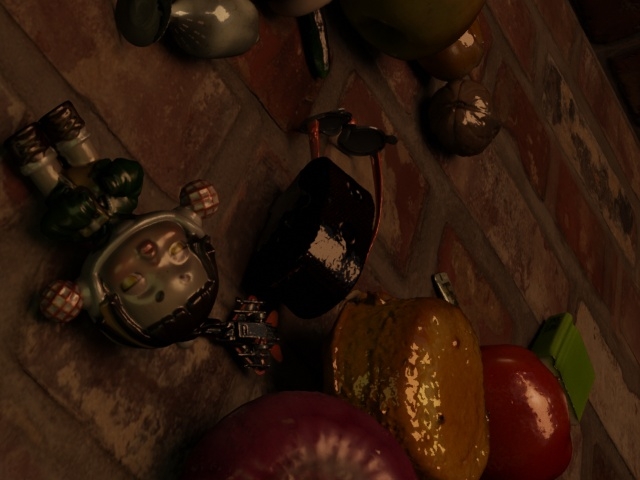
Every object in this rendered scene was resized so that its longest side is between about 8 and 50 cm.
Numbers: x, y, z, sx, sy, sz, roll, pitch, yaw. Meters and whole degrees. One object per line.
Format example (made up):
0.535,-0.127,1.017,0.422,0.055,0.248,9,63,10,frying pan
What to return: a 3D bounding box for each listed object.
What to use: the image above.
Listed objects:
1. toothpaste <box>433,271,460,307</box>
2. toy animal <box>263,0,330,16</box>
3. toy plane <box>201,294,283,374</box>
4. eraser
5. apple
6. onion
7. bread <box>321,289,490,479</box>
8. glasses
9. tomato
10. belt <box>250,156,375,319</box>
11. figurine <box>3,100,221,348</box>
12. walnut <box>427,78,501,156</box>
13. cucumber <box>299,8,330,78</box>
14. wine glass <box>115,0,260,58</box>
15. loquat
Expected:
0.305,0.193,2.235,0.067,0.037,0.256,-10,80,-58,toothpaste
-0.062,-0.519,1.879,0.235,0.165,0.187,5,73,-58,toy animal
-0.127,0.143,1.561,0.189,0.061,0.130,15,64,-54,toy plane
0.621,0.334,2.604,0.274,0.092,0.210,-36,106,-58,eraser
0.198,-0.545,2.151,0.338,0.338,0.305,43,57,-39,apple
-0.012,0.368,1.362,0.358,0.345,0.358,23,38,-19,onion
0.148,0.249,1.651,0.336,0.204,0.359,11,69,-61,bread
0.063,-0.106,1.922,0.234,0.118,0.269,19,60,-54,glasses
0.317,0.335,1.915,0.325,0.289,0.293,-179,-107,-76,tomato
0.000,0.000,1.705,0.164,0.184,0.289,40,42,-24,belt
-0.267,-0.004,1.332,0.281,0.167,0.370,-39,101,-21,figurine
0.350,-0.291,2.416,0.230,0.178,0.178,36,46,-60,walnut
-0.023,-0.463,2.021,0.056,0.056,0.285,-9,87,-58,cucumber
-0.206,-0.357,1.616,0.241,0.126,0.127,-5,80,-55,wine glass
0.296,-0.492,2.412,0.227,0.179,0.179,57,34,-5,loquat
